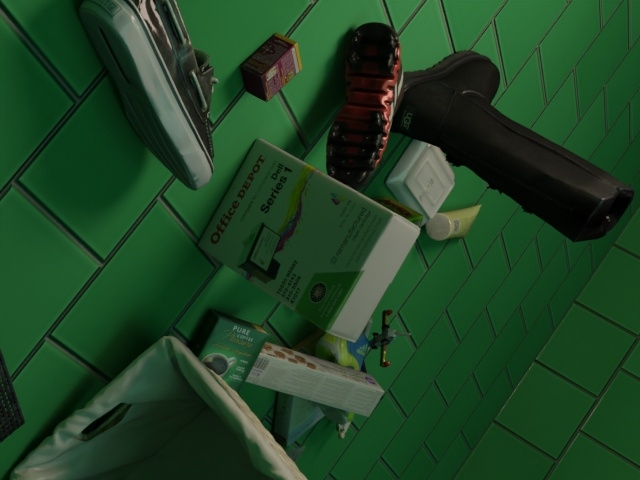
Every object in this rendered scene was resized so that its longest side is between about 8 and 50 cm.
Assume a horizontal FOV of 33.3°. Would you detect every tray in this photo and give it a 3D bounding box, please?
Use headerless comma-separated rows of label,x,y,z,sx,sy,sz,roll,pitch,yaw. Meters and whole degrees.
tray,0.215,-0.123,2.189,0.145,0.030,0.270,-55,153,-5

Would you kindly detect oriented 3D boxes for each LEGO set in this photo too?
LEGO set,0.117,0.210,2.169,0.244,0.060,0.183,-101,-158,-58

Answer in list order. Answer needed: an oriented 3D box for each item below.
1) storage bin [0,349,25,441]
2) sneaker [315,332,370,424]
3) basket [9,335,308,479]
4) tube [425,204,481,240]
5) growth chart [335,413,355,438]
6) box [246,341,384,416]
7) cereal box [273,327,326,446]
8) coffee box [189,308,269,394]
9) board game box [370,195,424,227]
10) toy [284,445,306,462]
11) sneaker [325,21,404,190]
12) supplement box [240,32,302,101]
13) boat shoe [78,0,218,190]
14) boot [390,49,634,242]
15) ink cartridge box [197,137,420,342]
storage bin,-0.436,0.167,1.273,0.084,0.122,0.180,-41,148,-32
sneaker,0.057,0.259,2.131,0.126,0.091,0.240,-40,145,-35
basket,-0.215,0.382,1.606,0.328,0.331,0.266,-42,157,-4
tube,0.303,-0.035,2.405,0.070,0.062,0.240,-22,174,27
growth chart,0.068,0.338,2.363,0.237,0.021,0.172,90,24,-52
box,-0.026,0.250,1.967,0.324,0.063,0.067,21,106,-35
cereal box,-0.019,0.288,2.189,0.173,0.047,0.240,-33,144,-42
coffee box,-0.176,0.215,1.810,0.113,0.040,0.184,21,99,-35
board game box,0.109,-0.039,2.023,0.181,0.092,0.043,-13,127,-55
toy,-0.115,0.470,2.196,0.137,0.056,0.237,-54,160,3
sneaker,0.078,-0.208,1.746,0.135,0.097,0.276,23,78,-75
supplement box,-0.071,-0.251,1.555,0.083,0.043,0.055,-47,151,-25
boat shoe,-0.182,-0.196,1.337,0.119,0.121,0.335,-44,148,-19
boot,0.371,-0.177,1.936,0.367,0.445,0.146,-27,140,-46
ink cartridge box,-0.022,-0.004,1.636,0.201,0.278,0.117,-60,150,2
